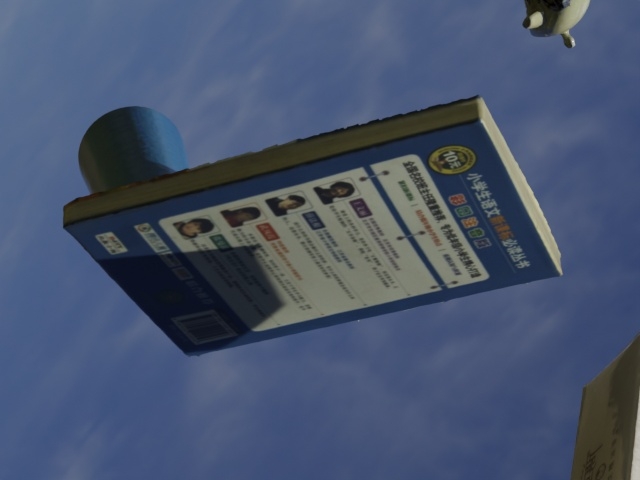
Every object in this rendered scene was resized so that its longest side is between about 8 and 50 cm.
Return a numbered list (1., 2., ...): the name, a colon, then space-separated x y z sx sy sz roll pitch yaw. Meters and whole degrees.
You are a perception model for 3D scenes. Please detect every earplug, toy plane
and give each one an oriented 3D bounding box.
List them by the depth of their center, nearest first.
1. toy plane: 0.238 -0.297 1.564 0.092 0.108 0.286 -31 157 -23
2. earplug: -0.203 -0.050 1.889 0.132 0.132 0.273 -44 -153 7

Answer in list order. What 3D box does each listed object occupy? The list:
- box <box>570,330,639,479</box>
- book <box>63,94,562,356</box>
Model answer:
1. box: 0.323 0.240 1.391 0.116 0.203 0.274 -54 -168 45
2. book: 0.000 0.000 1.619 0.428 0.300 0.039 -13 -125 16
